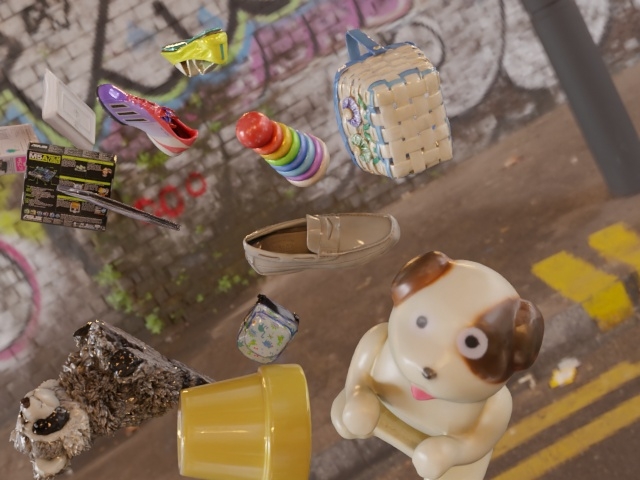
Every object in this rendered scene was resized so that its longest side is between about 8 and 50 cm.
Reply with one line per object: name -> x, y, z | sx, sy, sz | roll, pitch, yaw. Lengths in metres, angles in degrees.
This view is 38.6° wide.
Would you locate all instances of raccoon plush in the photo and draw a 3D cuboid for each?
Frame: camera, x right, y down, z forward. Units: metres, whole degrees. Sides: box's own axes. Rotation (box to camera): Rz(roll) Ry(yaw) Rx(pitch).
raccoon plush -> -0.394, 0.367, 1.836 | 0.299, 0.446, 0.216 | -58, 30, -4

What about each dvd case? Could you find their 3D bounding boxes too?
dvd case -> -0.422, -0.068, 1.916 | 0.164, 0.221, 0.018 | 13, 83, 51

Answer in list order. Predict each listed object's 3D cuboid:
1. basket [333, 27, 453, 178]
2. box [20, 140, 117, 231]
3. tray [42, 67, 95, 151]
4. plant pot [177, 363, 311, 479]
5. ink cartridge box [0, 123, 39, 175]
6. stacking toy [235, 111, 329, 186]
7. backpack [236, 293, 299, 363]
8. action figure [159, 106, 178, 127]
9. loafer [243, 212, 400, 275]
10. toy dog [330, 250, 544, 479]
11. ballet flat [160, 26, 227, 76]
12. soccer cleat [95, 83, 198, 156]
basket -> 0.122, -0.257, 1.724 | 0.201, 0.255, 0.289 | -19, 25, -5
box -> -0.557, -0.116, 2.018 | 0.190, 0.184, 0.045 | 8, 28, -14
tray -> -0.653, -0.333, 2.407 | 0.030, 0.145, 0.270 | -5, -17, 11
plant pot -> -0.155, 0.368, 1.781 | 0.238, 0.254, 0.254 | 1, 7, -12
ink cartridge box -> -0.864, -0.218, 2.288 | 0.311, 0.065, 0.186 | -7, 32, -23
stacking toy -> -0.108, -0.243, 2.307 | 0.141, 0.141, 0.330 | -25, -23, 21
backpack -> -0.109, 0.185, 1.801 | 0.114, 0.105, 0.084 | -57, 5, 19
action figure -> -0.388, -0.316, 2.332 | 0.030, 0.038, 0.115 | 3, 21, -29
loafer -> 0.000, 0.000, 1.850 | 0.319, 0.111, 0.112 | -14, 59, 10
toy dog -> 0.210, 0.189, 1.416 | 0.395, 0.284, 0.408 | -43, -21, -17
ballet flat -> -0.247, -0.361, 1.791 | 0.077, 0.077, 0.231 | -26, 16, -30
soccer cleat -> -0.498, -0.363, 2.640 | 0.116, 0.318, 0.109 | -27, 40, 38
